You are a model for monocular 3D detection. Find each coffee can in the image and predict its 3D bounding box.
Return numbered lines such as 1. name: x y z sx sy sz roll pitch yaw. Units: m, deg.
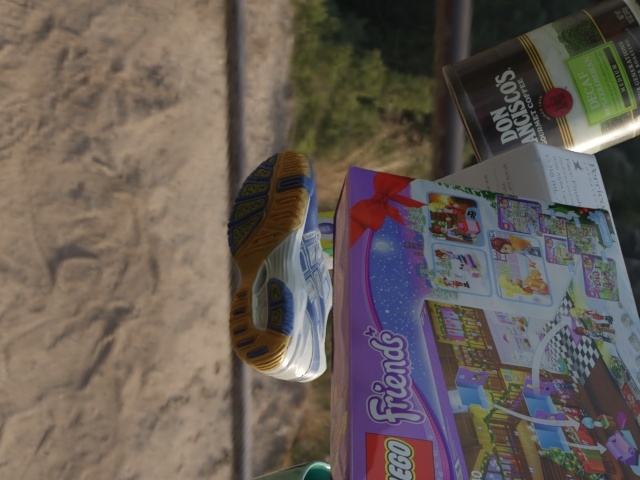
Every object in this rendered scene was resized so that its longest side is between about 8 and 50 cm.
1. coffee can: 0.338 -0.209 1.547 0.201 0.275 0.201 -23 90 -83

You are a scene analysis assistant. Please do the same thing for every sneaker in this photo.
1. sneaker: -0.042 0.035 1.350 0.131 0.112 0.296 36 52 -49

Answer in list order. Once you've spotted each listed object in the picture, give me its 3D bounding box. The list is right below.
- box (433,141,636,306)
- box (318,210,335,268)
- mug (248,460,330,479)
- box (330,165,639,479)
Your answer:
1. box: 0.175 0.024 1.012 0.119 0.182 0.180 2 71 -51
2. box: 0.000 0.000 1.597 0.179 0.105 0.043 -9 123 -11
3. mug: -0.021 0.248 0.825 0.157 0.097 0.129 51 26 -43
4. box: 0.109 0.075 0.699 0.293 0.201 0.057 -88 -170 -49
